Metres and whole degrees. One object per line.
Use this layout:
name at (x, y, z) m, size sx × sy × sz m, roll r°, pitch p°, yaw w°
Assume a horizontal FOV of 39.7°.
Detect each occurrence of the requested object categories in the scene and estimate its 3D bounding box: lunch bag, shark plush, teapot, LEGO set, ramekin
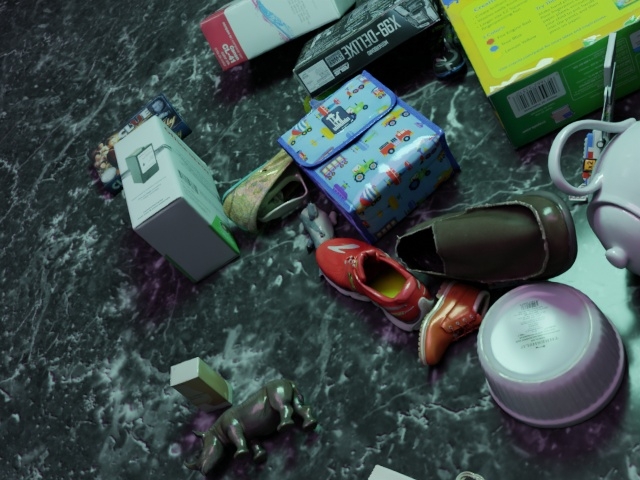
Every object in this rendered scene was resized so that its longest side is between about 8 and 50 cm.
lunch bag at (0.075, -0.177, 1.658) m, size 0.221 × 0.138 × 0.293 m, roll -41°, pitch 56°, yaw -2°
shark plush at (0.000, 0.000, 1.688) m, size 0.067 × 0.073 × 0.161 m, roll -34°, pitch 62°, yaw 34°
teapot at (0.464, -0.037, 1.241) m, size 0.187 × 0.252 × 0.256 m, roll -42°, pitch 49°, yaw -12°
LEGO set at (0.438, -0.183, 1.424) m, size 0.060 × 0.182 × 0.244 m, roll 6°, pitch 60°, yaw 21°
ramekin at (0.325, 0.157, 1.286) m, size 0.207 × 0.109 × 0.207 m, roll -18°, pitch 48°, yaw 22°

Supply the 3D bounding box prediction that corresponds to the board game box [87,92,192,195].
board game box at (-0.442, -0.236, 2.152) m, size 0.243 × 0.042 × 0.165 m, roll -40°, pitch 44°, yaw 0°

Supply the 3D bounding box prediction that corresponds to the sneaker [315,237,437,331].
sneaker at (0.086, 0.048, 1.522) m, size 0.279 × 0.118 × 0.107 m, roll 28°, pitch 74°, yaw 44°

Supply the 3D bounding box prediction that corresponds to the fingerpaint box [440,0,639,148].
fingerpaint box at (0.474, -0.424, 1.606) m, size 0.445 × 0.163 × 0.371 m, roll -26°, pitch 47°, yaw 13°

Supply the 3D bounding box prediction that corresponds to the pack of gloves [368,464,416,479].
pack of gloves at (0.140, 0.438, 1.249) m, size 0.232 × 0.046 × 0.195 m, roll 8°, pitch 50°, yaw 34°

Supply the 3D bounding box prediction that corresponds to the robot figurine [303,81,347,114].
robot figurine at (0.016, -0.292, 1.874) m, size 0.115 × 0.067 × 0.101 m, roll -20°, pitch 52°, yaw 20°

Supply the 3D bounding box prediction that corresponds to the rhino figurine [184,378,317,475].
rhino figurine at (-0.127, 0.318, 1.486) m, size 0.243 × 0.073 × 0.106 m, roll -32°, pitch 49°, yaw 10°

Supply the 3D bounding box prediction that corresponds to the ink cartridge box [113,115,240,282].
ink cartridge box at (-0.298, -0.087, 1.820) m, size 0.121 × 0.211 × 0.289 m, roll -34°, pitch 43°, yaw 8°

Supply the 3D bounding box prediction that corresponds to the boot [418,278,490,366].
boot at (0.213, 0.136, 1.416) m, size 0.084 × 0.059 × 0.158 m, roll 13°, pitch 63°, yaw 34°

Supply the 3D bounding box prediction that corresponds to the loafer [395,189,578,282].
loafer at (0.240, 0.015, 1.351) m, size 0.130 × 0.134 × 0.366 m, roll -14°, pitch -1°, yaw -28°

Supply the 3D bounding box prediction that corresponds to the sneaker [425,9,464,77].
sneaker at (0.243, -0.402, 1.801) m, size 0.067 × 0.078 × 0.188 m, roll -22°, pitch 47°, yaw 19°

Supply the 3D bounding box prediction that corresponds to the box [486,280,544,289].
box at (0.321, 0.011, 1.461) m, size 0.094 × 0.027 × 0.137 m, roll -12°, pitch 51°, yaw 27°

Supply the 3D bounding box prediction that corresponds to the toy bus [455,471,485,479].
toy bus at (0.266, 0.406, 1.133) m, size 0.191 × 0.104 × 0.202 m, roll 6°, pitch 21°, yaw 3°

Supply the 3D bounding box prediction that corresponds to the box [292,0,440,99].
box at (0.098, -0.436, 1.843) m, size 0.307 × 0.076 × 0.242 m, roll -29°, pitch 20°, yaw 19°

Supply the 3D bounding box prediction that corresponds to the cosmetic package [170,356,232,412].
cosmetic package at (-0.208, 0.255, 1.556) m, size 0.060 × 0.115 × 0.041 m, roll -22°, pitch 47°, yaw 18°

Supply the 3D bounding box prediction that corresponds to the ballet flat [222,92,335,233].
ballet flat at (-0.041, -0.146, 1.779) m, size 0.348 × 0.123 × 0.123 m, roll -43°, pitch 44°, yaw -4°

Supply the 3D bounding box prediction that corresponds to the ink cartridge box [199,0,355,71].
ink cartridge box at (-0.094, -0.524, 2.030) m, size 0.306 × 0.131 × 0.226 m, roll -19°, pitch 19°, yaw 20°
